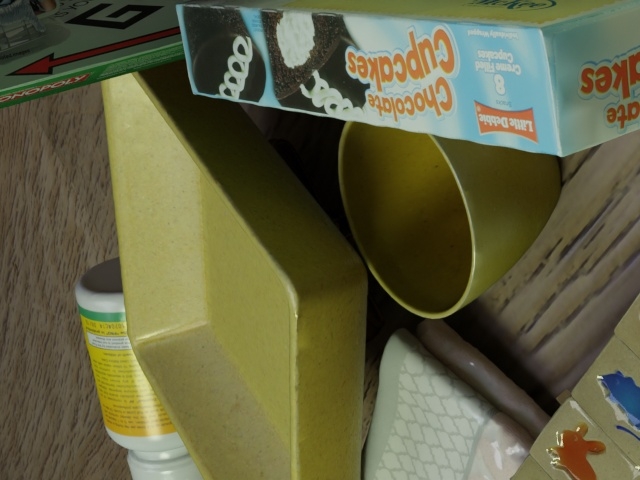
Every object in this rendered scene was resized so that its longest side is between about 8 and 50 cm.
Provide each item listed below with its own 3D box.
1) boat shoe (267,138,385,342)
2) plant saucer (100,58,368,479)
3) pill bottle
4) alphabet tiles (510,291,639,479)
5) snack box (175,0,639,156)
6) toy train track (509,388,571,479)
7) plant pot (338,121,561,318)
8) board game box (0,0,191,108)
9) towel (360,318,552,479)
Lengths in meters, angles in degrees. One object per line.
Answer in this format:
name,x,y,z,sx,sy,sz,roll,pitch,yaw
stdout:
boat shoe,0.000,0.000,1.127,0.060,0.064,0.178,-28,75,28
plant saucer,-0.056,0.049,1.075,0.333,0.081,0.333,53,152,43
pill bottle,-0.153,0.124,1.406,0.117,0.117,0.208,22,127,55
alphabet tiles,0.233,0.182,0.796,0.285,0.011,0.343,47,137,22
snack box,0.083,-0.110,0.760,0.322,0.187,0.060,17,123,57
toy train track,0.151,0.124,0.920,0.048,0.083,0.014,49,-178,34
plant pot,0.086,-0.032,0.901,0.134,0.095,0.134,39,139,43
board game box,-0.129,-0.212,0.930,0.046,0.317,0.214,-27,84,60
towel,0.126,0.262,1.030,0.317,0.053,0.332,45,140,32
